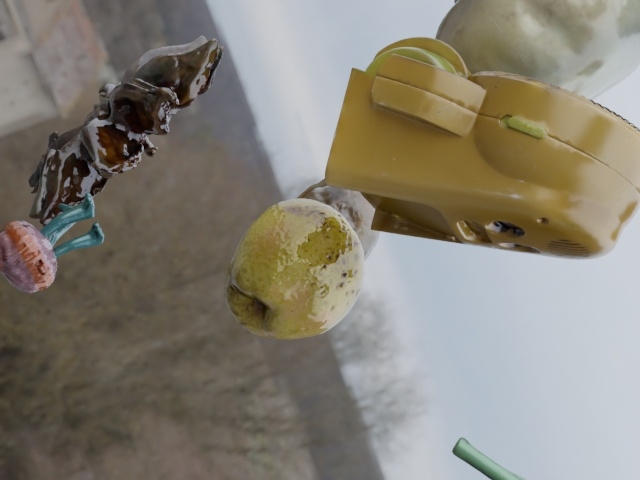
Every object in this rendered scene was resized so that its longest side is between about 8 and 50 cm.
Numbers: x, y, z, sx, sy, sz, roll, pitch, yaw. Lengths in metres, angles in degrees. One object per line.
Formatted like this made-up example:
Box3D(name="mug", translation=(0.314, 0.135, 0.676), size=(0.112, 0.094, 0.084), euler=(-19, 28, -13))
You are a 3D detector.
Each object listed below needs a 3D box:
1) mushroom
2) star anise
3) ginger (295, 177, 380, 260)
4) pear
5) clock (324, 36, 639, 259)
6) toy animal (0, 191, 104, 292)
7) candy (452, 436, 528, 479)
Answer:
Box3D(name="mushroom", translation=(0.253, -0.315, 1.938), size=(0.314, 0.314, 0.336), euler=(71, -7, -80))
Box3D(name="star anise", translation=(-0.206, -0.118, 1.631), size=(0.088, 0.288, 0.288), euler=(50, 5, -16))
Box3D(name="ginger", translation=(0.000, 0.000, 2.532), size=(0.155, 0.244, 0.304), euler=(39, -4, 0))
Box3D(name="pear", translation=(-0.036, 0.039, 1.890), size=(0.178, 0.178, 0.178), euler=(160, -90, -90))
Box3D(name="clock", translation=(0.193, -0.083, 1.686), size=(0.200, 0.317, 0.244), euler=(-70, 159, -6))
Box3D(name="toy animal", translation=(-0.310, 0.007, 1.480), size=(0.103, 0.208, 0.100), euler=(56, -31, 20))
Box3D(name="candy", translation=(0.311, 0.320, 1.490), size=(0.440, 0.119, 0.119), euler=(34, -3, 3))
